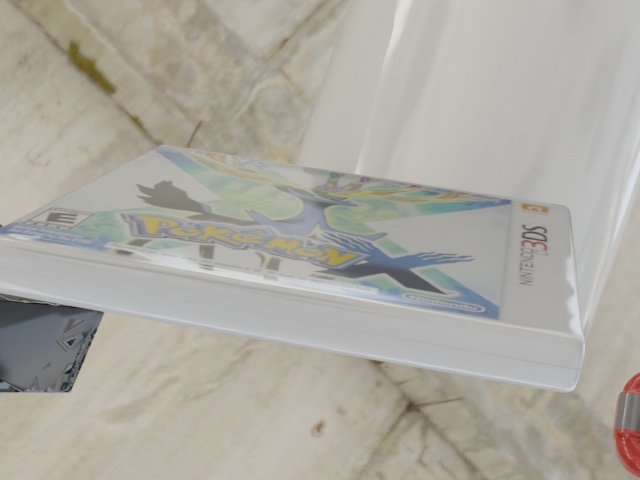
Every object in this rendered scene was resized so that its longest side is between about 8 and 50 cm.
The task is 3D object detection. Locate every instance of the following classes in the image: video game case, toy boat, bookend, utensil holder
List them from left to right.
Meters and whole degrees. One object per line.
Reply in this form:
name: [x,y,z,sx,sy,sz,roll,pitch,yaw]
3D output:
bookend: [-0.269,0.040,0.784,0.157,0.156,0.072,11,-73,-53]
video game case: [0.000,0.000,0.710,0.328,0.300,0.036,9,-74,9]
utensil holder: [0.157,-0.119,1.031,0.327,0.327,0.386,22,-98,-23]
toy boat: [0.475,0.222,1.336,0.151,0.231,0.151,58,-137,-56]
